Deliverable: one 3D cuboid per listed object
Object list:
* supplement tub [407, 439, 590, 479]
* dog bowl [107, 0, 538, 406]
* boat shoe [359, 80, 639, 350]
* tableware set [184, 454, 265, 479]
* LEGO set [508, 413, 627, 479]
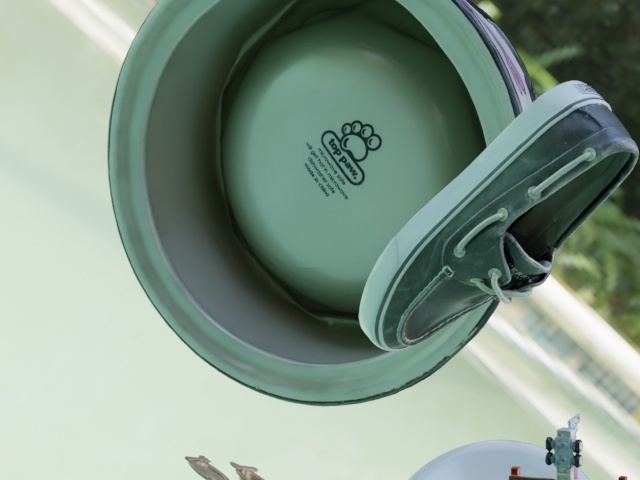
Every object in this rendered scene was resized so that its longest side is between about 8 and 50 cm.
[{"bbox_3d":[0.200,0.398,1.821,0.235,0.235,0.325,53,-18,46],"label":"supplement tub"},{"bbox_3d":[0.019,-0.067,1.508,0.408,0.408,0.150,46,26,15],"label":"dog bowl"},{"bbox_3d":[0.108,0.000,1.069,0.077,0.219,0.070,15,33,-46],"label":"boat shoe"},{"bbox_3d":[-0.082,0.308,2.075,0.168,0.020,0.141,37,8,38],"label":"tableware set"},{"bbox_3d":[0.231,0.288,1.595,0.182,0.244,0.060,51,23,14],"label":"LEGO set"}]
